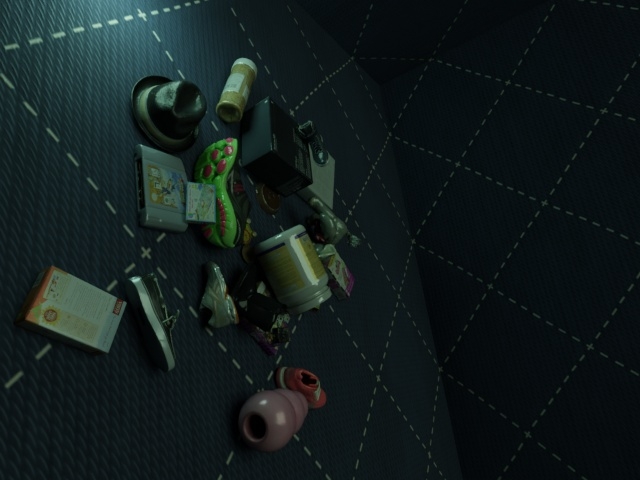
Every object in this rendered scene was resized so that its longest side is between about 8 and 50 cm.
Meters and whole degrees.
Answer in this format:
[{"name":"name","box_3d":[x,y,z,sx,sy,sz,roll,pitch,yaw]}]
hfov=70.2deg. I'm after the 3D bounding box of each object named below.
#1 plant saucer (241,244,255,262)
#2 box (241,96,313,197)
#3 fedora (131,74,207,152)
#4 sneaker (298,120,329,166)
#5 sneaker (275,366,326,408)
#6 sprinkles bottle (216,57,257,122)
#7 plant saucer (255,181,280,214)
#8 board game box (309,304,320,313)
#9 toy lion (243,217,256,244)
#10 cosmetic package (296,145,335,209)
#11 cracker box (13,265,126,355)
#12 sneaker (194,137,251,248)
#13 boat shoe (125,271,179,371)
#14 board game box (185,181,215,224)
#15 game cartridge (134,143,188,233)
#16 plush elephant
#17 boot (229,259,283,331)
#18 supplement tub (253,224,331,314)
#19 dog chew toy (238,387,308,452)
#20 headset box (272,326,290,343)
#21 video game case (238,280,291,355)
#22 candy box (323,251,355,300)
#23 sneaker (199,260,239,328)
[{"name":"plant saucer","box_3d":[-0.305,0.059,1.918,0.083,0.015,0.083,36,44,-45]},{"name":"box","box_3d":[-0.207,-0.438,2.169,0.313,0.179,0.343,35,39,-47]},{"name":"fedora","box_3d":[-0.538,-0.500,1.713,0.334,0.153,0.333,35,45,-45]},{"name":"sneaker","box_3d":[-0.034,-0.474,2.202,0.163,0.086,0.226,47,20,-55]},{"name":"sneaker","box_3d":[-0.049,0.622,1.903,0.314,0.136,0.115,46,40,-37]},{"name":"sprinkles bottle","box_3d":[-0.384,-0.697,2.108,0.121,0.121,0.355,45,40,-38]},{"name":"plant saucer","box_3d":[-0.241,-0.205,2.160,0.168,0.029,0.168,36,44,-44]},{"name":"board game box","box_3d":[-0.061,0.238,2.119,0.141,0.048,0.170,24,45,-9]},{"name":"toy lion","box_3d":[-0.323,-0.035,1.932,0.096,0.034,0.100,-29,99,-52]},{"name":"cosmetic package","box_3d":[-0.040,-0.377,2.517,0.284,0.098,0.376,43,40,-42]},{"name":"cracker box","box_3d":[-0.656,0.193,1.217,0.232,0.067,0.155,41,42,-39]},{"name":"sneaker","box_3d":[-0.382,-0.188,1.816,0.202,0.186,0.482,49,36,-64]},{"name":"boat shoe","box_3d":[-0.497,0.247,1.404,0.105,0.113,0.306,-20,81,-46]},{"name":"board game box","box_3d":[-0.434,-0.134,1.652,0.104,0.026,0.154,5,66,-24]},{"name":"game cartridge","box_3d":[-0.554,-0.177,1.609,0.198,0.062,0.296,10,65,-52]},{"name":"plush elephant","box_3d":[0.000,0.000,2.260,0.330,0.272,0.255,39,72,6]},{"name":"boot","box_3d":[-0.240,0.218,1.774,0.207,0.094,0.246,28,49,-7]},{"name":"supplement tub","box_3d":[-0.112,0.124,1.938,0.241,0.241,0.331,-31,97,-59]},{"name":"dog chew toy","box_3d":[-0.152,0.640,1.675,0.332,0.207,0.206,11,64,-65]},{"name":"headset box","box_3d":[-0.158,0.389,1.874,0.083,0.032,0.062,14,64,-54]},{"name":"video game case","box_3d":[-0.227,0.319,1.875,0.232,0.042,0.210,56,35,-25]},{"name":"candy box","box_3d":[0.089,0.184,2.439,0.233,0.071,0.159,55,34,-25]},{"name":"sneaker","box_3d":[-0.388,0.194,1.633,0.099,0.121,0.262,94,-28,-60]}]
